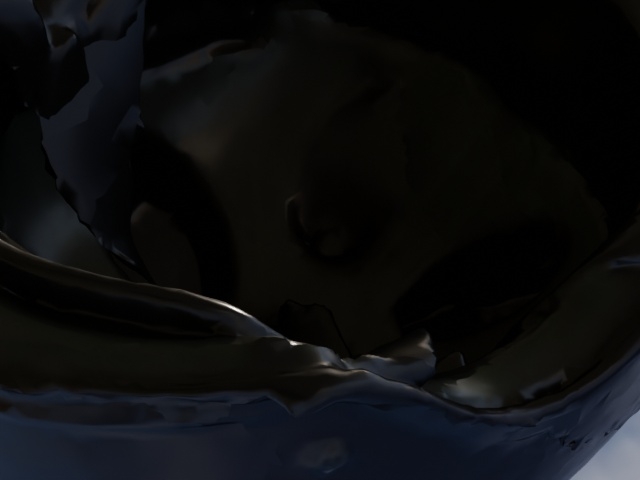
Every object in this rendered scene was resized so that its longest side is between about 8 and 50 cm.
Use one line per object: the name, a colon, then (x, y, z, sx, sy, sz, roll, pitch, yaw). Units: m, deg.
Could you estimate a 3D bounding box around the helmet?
helmet: (0.000, 0.000, 0.548, 0.305, 0.177, 0.225, -22, -128, -33)
